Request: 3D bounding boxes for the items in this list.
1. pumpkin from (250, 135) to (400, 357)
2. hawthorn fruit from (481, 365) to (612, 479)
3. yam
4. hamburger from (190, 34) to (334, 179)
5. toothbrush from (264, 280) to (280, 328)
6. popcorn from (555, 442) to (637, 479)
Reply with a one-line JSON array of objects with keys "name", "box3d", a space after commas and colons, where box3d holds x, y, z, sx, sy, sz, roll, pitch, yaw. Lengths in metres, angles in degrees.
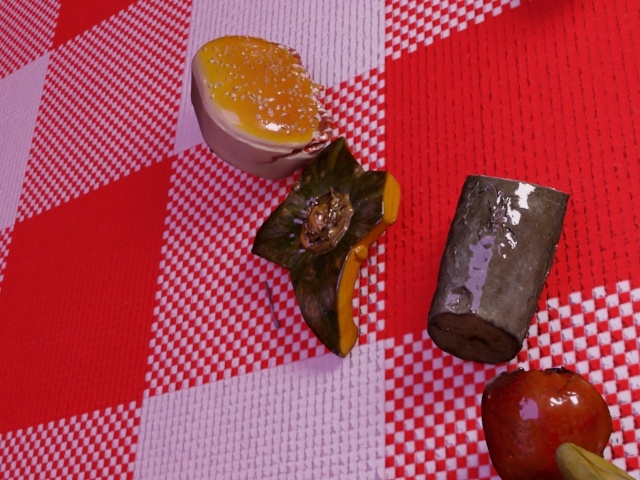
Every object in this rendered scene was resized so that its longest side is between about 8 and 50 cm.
[{"name": "pumpkin", "box3d": [0.019, -0.009, 1.452, 0.258, 0.095, 0.290, -54, 41, 8]}, {"name": "hawthorn fruit", "box3d": [0.254, 0.228, 1.085, 0.148, 0.148, 0.171, -4, 73, 40]}, {"name": "yam", "box3d": [0.226, 0.021, 1.224, 0.154, 0.154, 0.254, 6, 68, 43]}, {"name": "hamburger", "box3d": [-0.104, -0.237, 1.602, 0.151, 0.227, 0.295, -54, 42, 37]}, {"name": "toothbrush", "box3d": [-0.079, 0.102, 1.536, 0.008, 0.006, 0.097, -34, 48, 20]}, {"name": "popcorn", "box3d": [0.262, 0.378, 0.888, 0.293, 0.292, 0.334, -58, 39, 5]}]
